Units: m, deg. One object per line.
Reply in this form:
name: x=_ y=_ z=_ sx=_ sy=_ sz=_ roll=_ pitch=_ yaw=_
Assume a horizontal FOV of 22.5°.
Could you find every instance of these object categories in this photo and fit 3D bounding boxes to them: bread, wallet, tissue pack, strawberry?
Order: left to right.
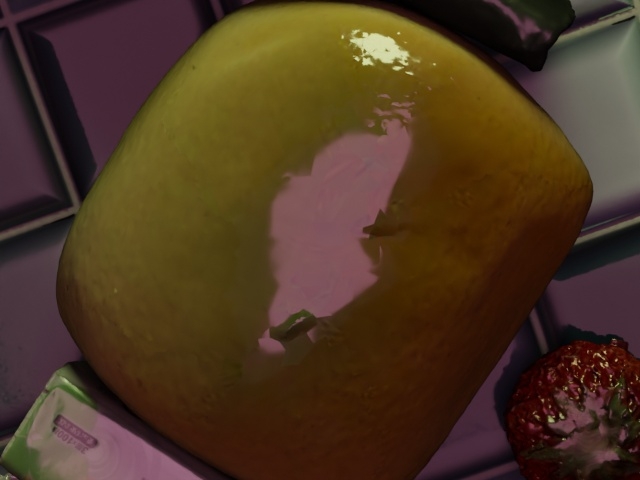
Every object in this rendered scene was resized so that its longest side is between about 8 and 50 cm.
tissue pack: x=-0.144 y=0.217 z=1.284 sx=0.229 sy=0.159 sz=0.145 roll=34 pitch=89 yaw=1
bread: x=0.000 y=0.000 z=1.240 sx=0.348 sy=0.253 sz=0.376 roll=36 pitch=93 yaw=-1
wallet: x=0.002 y=-0.263 z=1.223 sx=0.406 sy=0.228 sz=0.062 roll=30 pitch=106 yaw=-5
strawberry: x=0.224 y=0.154 z=1.342 sx=0.145 sy=0.086 sz=0.145 roll=0 pitch=96 yaw=1
